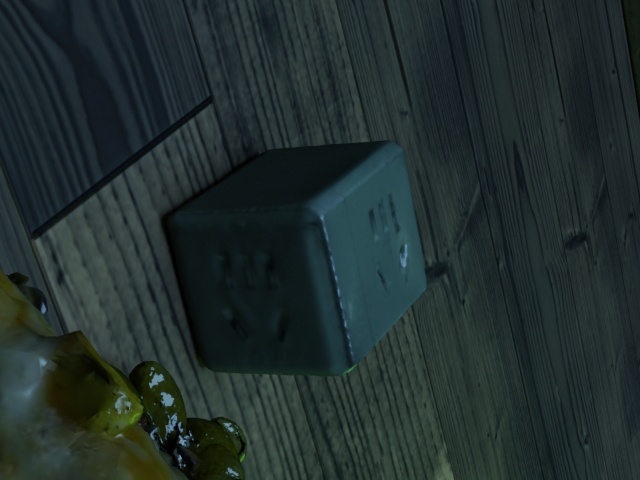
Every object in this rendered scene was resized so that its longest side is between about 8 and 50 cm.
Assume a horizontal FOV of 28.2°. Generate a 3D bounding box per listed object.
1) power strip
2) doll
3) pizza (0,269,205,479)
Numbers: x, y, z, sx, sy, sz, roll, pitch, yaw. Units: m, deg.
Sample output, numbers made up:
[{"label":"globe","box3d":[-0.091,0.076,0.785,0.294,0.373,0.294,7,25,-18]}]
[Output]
[{"label":"power strip","box3d":[0.000,0.000,1.036,0.224,0.139,0.140,-42,124,-54]},{"label":"doll","box3d":[-0.114,0.155,0.871,0.209,0.097,0.137,40,59,-47]},{"label":"pizza","box3d":[-0.247,0.108,0.456,0.392,0.435,0.080,-33,156,-26]}]
